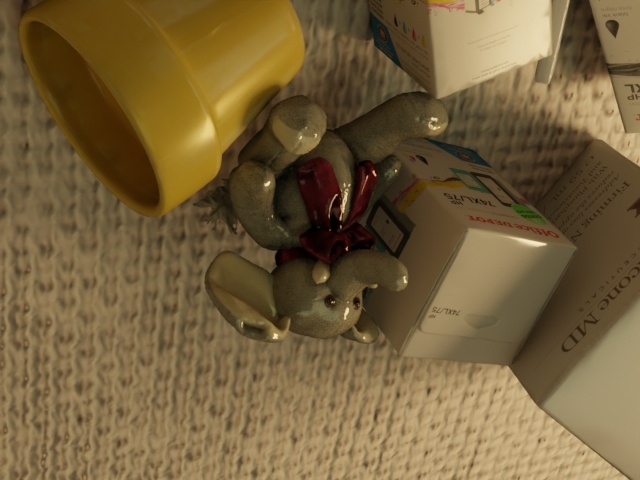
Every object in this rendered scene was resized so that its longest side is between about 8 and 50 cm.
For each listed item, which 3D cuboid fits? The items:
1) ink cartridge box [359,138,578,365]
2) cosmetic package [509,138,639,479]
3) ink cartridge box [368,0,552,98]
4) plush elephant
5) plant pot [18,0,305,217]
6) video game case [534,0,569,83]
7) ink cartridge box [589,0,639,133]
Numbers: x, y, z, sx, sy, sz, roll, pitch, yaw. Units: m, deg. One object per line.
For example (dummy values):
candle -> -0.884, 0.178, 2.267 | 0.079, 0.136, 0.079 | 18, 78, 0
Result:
ink cartridge box -> 0.159, 0.007, 1.539 | 0.198, 0.270, 0.197 | 9, 118, -34
cosmetic package -> 0.461, 0.116, 1.648 | 0.327, 0.393, 0.329 | 38, 100, -20
ink cartridge box -> 0.158, -0.325, 1.362 | 0.168, 0.171, 0.232 | -22, 130, -14
plush elephant -> 0.000, 0.000, 1.373 | 0.330, 0.255, 0.272 | -31, 165, 38
plant pot -> -0.157, -0.192, 1.252 | 0.239, 0.254, 0.254 | -37, 135, -22
video game case -> 0.309, -0.325, 1.459 | 0.023, 0.183, 0.201 | 13, 124, 8
ink cartridge box -> 0.490, -0.294, 1.520 | 0.223, 0.129, 0.307 | -2, 141, 26
